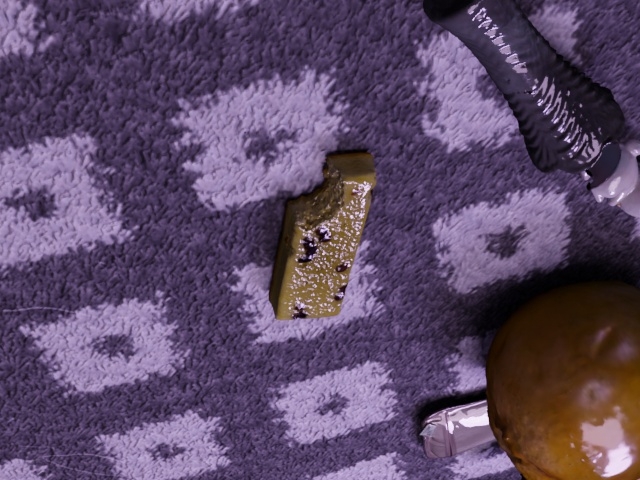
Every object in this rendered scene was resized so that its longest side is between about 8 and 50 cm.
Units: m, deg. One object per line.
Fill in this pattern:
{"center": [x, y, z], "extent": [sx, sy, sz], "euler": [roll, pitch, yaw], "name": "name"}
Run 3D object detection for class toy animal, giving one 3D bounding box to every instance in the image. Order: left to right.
{"center": [0.361, -0.069, 1.096], "extent": [0.124, 0.071, 0.085], "euler": [30, 101, -28], "name": "toy animal"}

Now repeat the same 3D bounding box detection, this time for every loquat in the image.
{"center": [0.356, 0.196, 1.233], "extent": [0.284, 0.276, 0.276], "euler": [-15, 137, -7], "name": "loquat"}

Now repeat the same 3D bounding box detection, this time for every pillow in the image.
{"center": [0.261, 0.267, 1.426], "extent": [0.233, 0.038, 0.130], "euler": [-19, 135, -2], "name": "pillow"}

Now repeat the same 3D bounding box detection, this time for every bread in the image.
{"center": [0.000, 0.000, 1.068], "extent": [0.088, 0.049, 0.226], "euler": [-2, 134, -15], "name": "bread"}

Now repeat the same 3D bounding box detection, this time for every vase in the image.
{"center": [0.197, -0.172, 0.924], "extent": [0.115, 0.115, 0.237], "euler": [-36, 131, 19], "name": "vase"}

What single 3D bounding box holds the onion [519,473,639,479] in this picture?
{"center": [0.425, 0.314, 1.445], "extent": [0.349, 0.159, 0.267], "euler": [-12, 151, 16], "name": "onion"}
